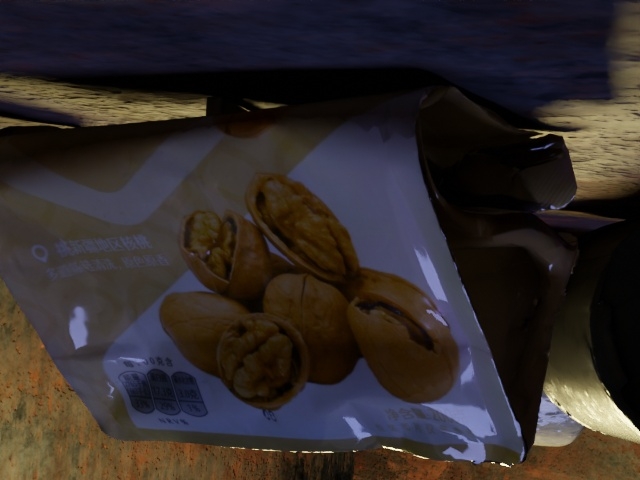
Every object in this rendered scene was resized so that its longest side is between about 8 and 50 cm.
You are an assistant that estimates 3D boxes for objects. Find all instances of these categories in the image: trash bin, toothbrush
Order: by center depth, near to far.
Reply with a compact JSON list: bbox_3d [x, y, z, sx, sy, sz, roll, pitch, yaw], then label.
[{"bbox_3d":[-0.022,-0.065,0.814,0.017,0.014,0.194,1,175,25],"label":"toothbrush"},{"bbox_3d":[0.287,0.072,1.063,0.252,0.203,0.301,39,177,3],"label":"trash bin"}]

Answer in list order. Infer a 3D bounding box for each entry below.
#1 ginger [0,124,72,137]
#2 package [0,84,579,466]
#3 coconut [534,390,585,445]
[{"bbox_3d":[-0.359,-0.046,0.860,0.363,0.122,0.348,-7,163,26],"label":"ginger"},{"bbox_3d":[-0.020,-0.006,0.759,0.311,0.221,0.165,-5,-148,34],"label":"package"},{"bbox_3d":[0.230,0.105,1.467,0.247,0.245,0.245,5,177,-11],"label":"coconut"}]
